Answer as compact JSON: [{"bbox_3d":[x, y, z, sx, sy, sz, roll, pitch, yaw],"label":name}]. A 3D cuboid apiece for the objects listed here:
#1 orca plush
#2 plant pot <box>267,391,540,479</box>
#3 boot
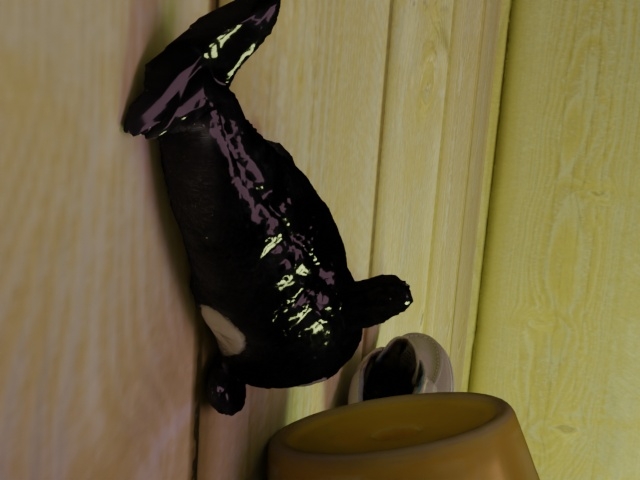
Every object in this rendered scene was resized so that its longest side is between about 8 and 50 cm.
[{"bbox_3d":[0.000,0.000,0.501,0.287,0.102,0.151,83,19,-46],"label":"orca plush"},{"bbox_3d":[0.065,0.234,0.646,0.254,0.254,0.239,-15,97,-76],"label":"plant pot"},{"bbox_3d":[0.082,0.139,0.946,0.258,0.095,0.123,-62,162,-55],"label":"boot"}]
